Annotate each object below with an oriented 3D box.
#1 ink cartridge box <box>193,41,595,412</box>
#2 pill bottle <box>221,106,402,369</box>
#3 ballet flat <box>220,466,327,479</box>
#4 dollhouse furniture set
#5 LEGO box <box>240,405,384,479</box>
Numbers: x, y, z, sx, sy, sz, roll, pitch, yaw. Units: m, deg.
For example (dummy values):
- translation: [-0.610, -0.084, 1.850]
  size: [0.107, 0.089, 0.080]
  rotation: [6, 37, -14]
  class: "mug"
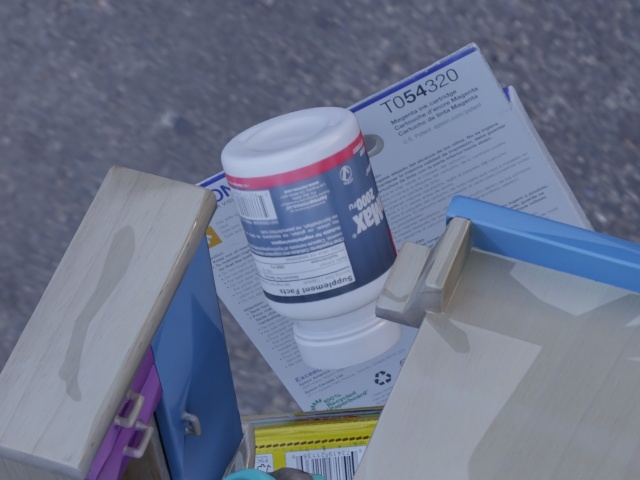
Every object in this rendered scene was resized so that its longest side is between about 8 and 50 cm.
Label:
- translation: [0.066, -0.004, 1.755]
  size: [0.324, 0.330, 0.071]
  rotation: [-26, 34, 12]
  class: "ink cartridge box"
- translation: [0.000, 0.000, 1.446]
  size: [0.108, 0.108, 0.180]
  rotation: [-7, 113, 26]
  class: "pill bottle"
- translation: [-0.043, 0.165, 0.365]
  size: [0.247, 0.087, 0.083]
  rotation: [-58, 14, -15]
  class: "ballet flat"
- translation: [0.021, 0.150, 0.765]
  size: [0.303, 0.198, 0.286]
  rotation: [14, 57, 15]
  class: "dollhouse furniture set"
- translation: [-0.022, 0.229, 1.453]
  size: [0.500, 0.372, 0.193]
  rotation: [-4, 86, -5]
  class: "LEGO box"
